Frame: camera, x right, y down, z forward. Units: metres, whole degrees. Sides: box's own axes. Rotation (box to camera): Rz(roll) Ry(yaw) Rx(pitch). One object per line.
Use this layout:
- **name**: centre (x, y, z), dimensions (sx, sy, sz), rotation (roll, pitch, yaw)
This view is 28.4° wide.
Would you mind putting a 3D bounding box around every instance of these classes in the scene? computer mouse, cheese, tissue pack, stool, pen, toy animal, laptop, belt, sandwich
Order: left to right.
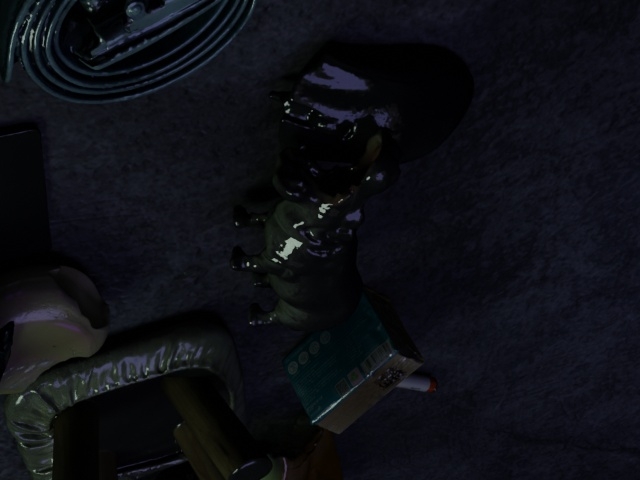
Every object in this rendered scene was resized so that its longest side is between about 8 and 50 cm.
- **laptop**: centre (-0.353, -0.041, 1.321), dimensions (0.135, 0.016, 0.197), rotation (-12, 142, -18)
- **cheese**: centre (-0.383, 0.128, 1.454), dimensions (0.286, 0.082, 0.163), rotation (-31, 141, 13)
- **belt**: centre (-0.176, -0.221, 1.119), dimensions (0.267, 0.116, 0.206), rotation (-35, 147, 8)
- **stool**: centre (-0.217, 0.291, 1.622), dimensions (0.310, 0.226, 0.310), rotation (-19, 143, -11)
- **toy animal**: centre (-0.016, -0.005, 1.425), dimensions (0.168, 0.106, 0.343), rotation (6, 147, -6)
- **sandwich**: centre (-0.018, 0.347, 1.897), dimensions (0.245, 0.063, 0.212), rotation (-27, 136, -58)
- **tissue pack**: centre (0.043, 0.163, 1.701), dimensions (0.169, 0.120, 0.082), rotation (-44, 143, 20)
- **pen**: centre (0.089, 0.199, 1.848), dimensions (0.218, 0.026, 0.026), rotation (14, 128, -40)
- **computer mouse**: centre (0.067, -0.140, 1.388), dimensions (0.264, 0.088, 0.147), rotation (-1, 134, -25)

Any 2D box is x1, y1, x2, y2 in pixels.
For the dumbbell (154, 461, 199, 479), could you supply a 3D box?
- **dumbbell**: centre (-0.177, 0.433, 1.884), dimensions (0.124, 0.140, 0.225), rotation (-3, 143, 3)

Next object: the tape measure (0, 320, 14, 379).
- **tape measure**: centre (-0.441, 0.166, 1.356), dimensions (0.235, 0.115, 0.207), rotation (7, 126, 2)
